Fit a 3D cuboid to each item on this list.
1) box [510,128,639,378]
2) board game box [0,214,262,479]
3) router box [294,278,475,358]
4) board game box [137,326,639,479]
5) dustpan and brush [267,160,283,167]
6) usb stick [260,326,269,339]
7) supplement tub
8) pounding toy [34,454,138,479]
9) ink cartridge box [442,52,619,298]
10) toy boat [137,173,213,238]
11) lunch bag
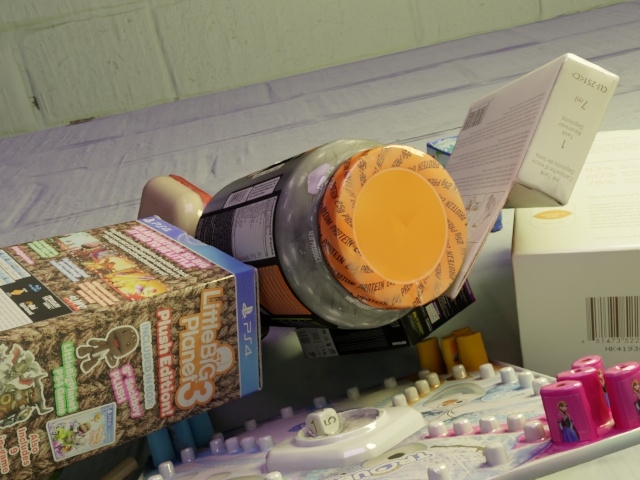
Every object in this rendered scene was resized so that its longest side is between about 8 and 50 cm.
[{"bbox_3d":[0.350,0.004,0.878,0.215,0.168,0.345,-3,26,19],"label":"box"},{"bbox_3d":[-0.244,0.093,0.746,0.291,0.141,0.232,-15,24,-35],"label":"board game box"},{"bbox_3d":[0.076,0.090,0.880,0.133,0.046,0.179,-26,7,-42],"label":"router box"},{"bbox_3d":[0.017,0.160,0.636,0.390,0.050,0.390,-15,-1,-7],"label":"board game box"},{"bbox_3d":[-0.003,-0.086,1.325,0.211,0.147,0.060,20,59,-8],"label":"dustpan and brush"},{"bbox_3d":[-0.162,0.156,0.879,0.077,0.045,0.278,-24,5,38],"label":"usb stick"},{"bbox_3d":[0.000,0.000,0.800,0.193,0.194,0.316,-27,9,-29],"label":"supplement tub"},{"bbox_3d":[-0.326,0.254,0.748,0.237,0.110,0.183,24,38,25],"label":"pounding toy"},{"bbox_3d":[0.192,-0.054,0.835,0.066,0.261,0.296,24,-1,-6],"label":"ink cartridge box"},{"bbox_3d":[-0.178,-0.007,1.061,0.151,0.151,0.231,7,13,-33],"label":"toy boat"},{"bbox_3d":[0.246,-0.096,1.192,0.096,0.129,0.151,-18,24,-11],"label":"lunch bag"}]
